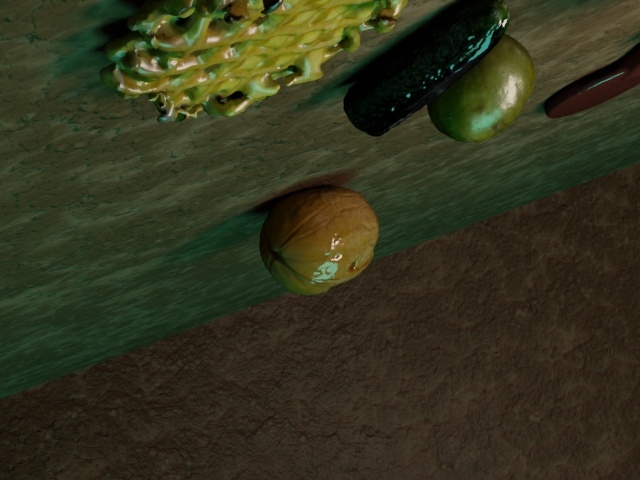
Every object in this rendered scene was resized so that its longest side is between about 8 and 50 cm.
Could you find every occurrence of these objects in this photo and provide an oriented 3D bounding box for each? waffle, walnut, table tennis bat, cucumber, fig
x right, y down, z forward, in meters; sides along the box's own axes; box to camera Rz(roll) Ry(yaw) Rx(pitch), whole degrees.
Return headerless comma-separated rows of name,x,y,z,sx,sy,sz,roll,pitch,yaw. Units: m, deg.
waffle,-0.050,-0.180,0.898,0.280,0.060,0.262,-22,172,3
walnut,0.000,0.000,1.800,0.193,0.193,0.225,-28,168,40
table tennis bat,0.515,-0.280,1.817,0.200,0.038,0.310,-20,172,-17
cucumber,0.127,-0.202,1.186,0.074,0.075,0.241,-14,167,-45
fig,0.196,-0.189,1.263,0.136,0.120,0.153,-79,-164,-49
